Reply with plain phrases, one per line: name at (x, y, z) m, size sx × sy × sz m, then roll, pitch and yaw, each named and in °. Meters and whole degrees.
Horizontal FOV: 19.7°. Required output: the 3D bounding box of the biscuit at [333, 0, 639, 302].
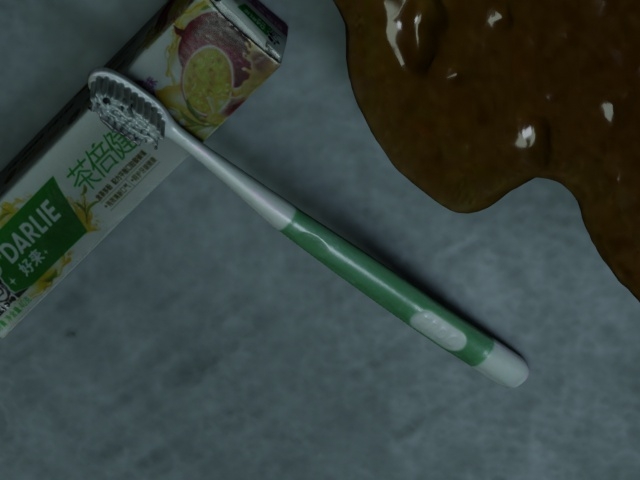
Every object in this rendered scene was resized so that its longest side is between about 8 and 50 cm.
biscuit at (0.160, -0.114, 0.682) m, size 0.358 × 0.074 × 0.381 m, roll 6°, pitch 117°, yaw 32°

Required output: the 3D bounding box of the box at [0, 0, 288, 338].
box at (-0.099, -0.038, 0.833) m, size 0.050 × 0.041 × 0.207 m, roll 40°, pitch 116°, yaw -17°

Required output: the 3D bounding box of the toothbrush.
toothbrush at (0.000, 0.000, 0.823) m, size 0.257 × 0.024 × 0.018 m, roll 35°, pitch 117°, yaw -25°
